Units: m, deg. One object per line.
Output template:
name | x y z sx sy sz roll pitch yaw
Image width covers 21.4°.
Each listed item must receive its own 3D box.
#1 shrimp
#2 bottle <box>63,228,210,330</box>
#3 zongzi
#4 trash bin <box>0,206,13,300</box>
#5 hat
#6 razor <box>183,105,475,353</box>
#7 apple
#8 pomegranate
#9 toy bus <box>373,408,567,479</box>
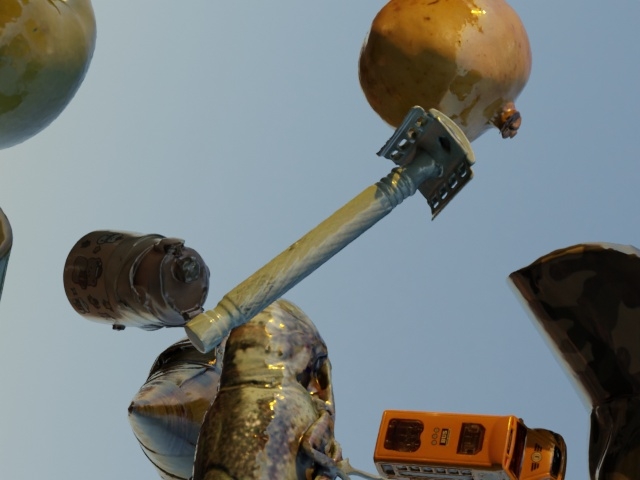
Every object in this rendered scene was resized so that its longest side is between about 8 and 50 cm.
shrimp | -0.028 0.218 1.393 0.172 0.137 0.372 -10 -113 25
bottle | -0.157 0.039 1.537 0.152 0.099 0.099 4 -104 46
zongzi | -0.130 0.255 1.870 0.300 0.138 0.286 -38 112 -76
trash bin | -0.304 0.100 0.899 0.158 0.223 0.343 50 -38 31
hat | 0.320 0.207 1.774 0.257 0.382 0.366 -58 -169 -30
razor | 0.000 0.000 1.188 0.232 0.068 0.106 -36 174 -21
apple | -0.405 -0.246 1.965 0.254 0.292 0.292 -30 -142 24
pomegranate | 0.139 -0.179 1.785 0.196 0.196 0.196 -163 -90 -72
toy bus | 0.158 0.227 1.786 0.088 0.194 0.083 62 35 -51
